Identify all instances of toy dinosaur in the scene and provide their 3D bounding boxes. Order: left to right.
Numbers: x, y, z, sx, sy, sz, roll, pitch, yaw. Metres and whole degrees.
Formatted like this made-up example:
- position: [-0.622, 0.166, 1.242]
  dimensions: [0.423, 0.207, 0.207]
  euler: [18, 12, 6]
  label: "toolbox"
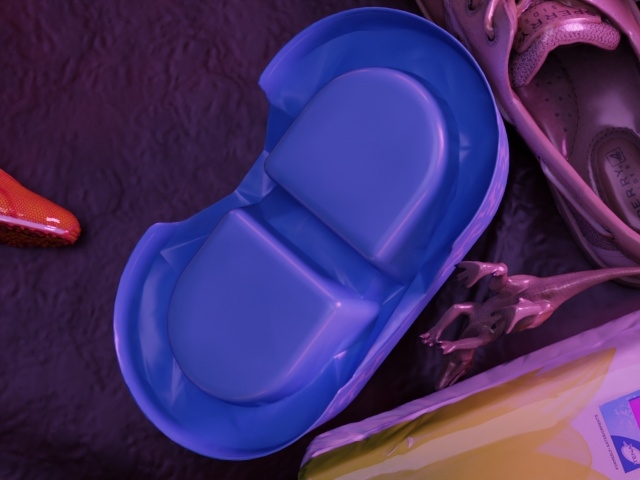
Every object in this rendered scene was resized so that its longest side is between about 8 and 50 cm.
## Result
- position: [0.124, 0.037, 1.079]
  dimensions: [0.183, 0.093, 0.053]
  euler: [-30, 68, 32]
  label: "toy dinosaur"

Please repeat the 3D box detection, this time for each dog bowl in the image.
- position: [0.000, 0.000, 1.092]
  dimensions: [0.166, 0.074, 0.297]
  euler: [41, 100, 22]
  label: "dog bowl"

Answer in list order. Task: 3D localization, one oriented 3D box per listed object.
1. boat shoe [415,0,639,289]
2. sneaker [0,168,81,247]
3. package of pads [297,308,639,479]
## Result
- position: [0.148, -0.131, 1.111]
  dimensions: [0.122, 0.110, 0.341]
  euler: [-32, 81, 0]
  label: "boat shoe"
- position: [-0.234, -0.043, 1.158]
  dimensions: [0.175, 0.064, 0.067]
  euler: [22, 75, 5]
  label: "sneaker"
- position: [0.162, 0.179, 1.050]
  dimensions: [0.296, 0.101, 0.229]
  euler: [-21, 99, 3]
  label: "package of pads"
